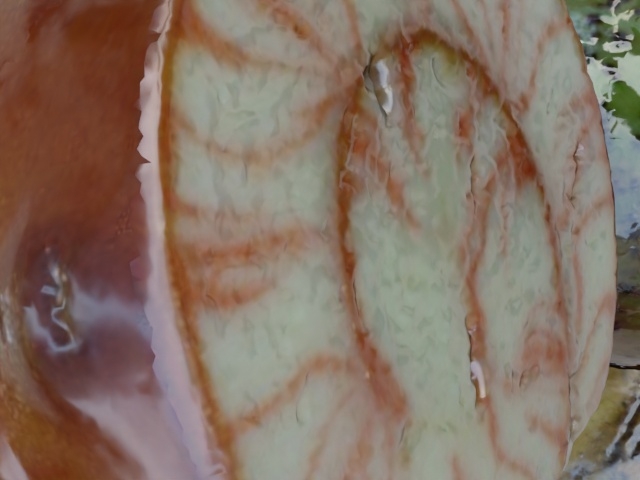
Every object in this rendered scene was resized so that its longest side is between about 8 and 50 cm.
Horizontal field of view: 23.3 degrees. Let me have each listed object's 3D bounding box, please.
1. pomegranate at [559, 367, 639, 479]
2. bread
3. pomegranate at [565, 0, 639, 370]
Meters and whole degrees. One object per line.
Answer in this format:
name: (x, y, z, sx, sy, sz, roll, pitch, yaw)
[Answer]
pomegranate: (0.282, 0.171, 1.431, 0.322, 0.322, 0.322, 0, 102, -2)
bread: (-0.002, -0.002, 0.565, 0.114, 0.328, 0.295, -7, 115, 33)
pomegranate: (0.141, -0.062, 0.971, 0.285, 0.340, 0.285, -7, 100, -40)
